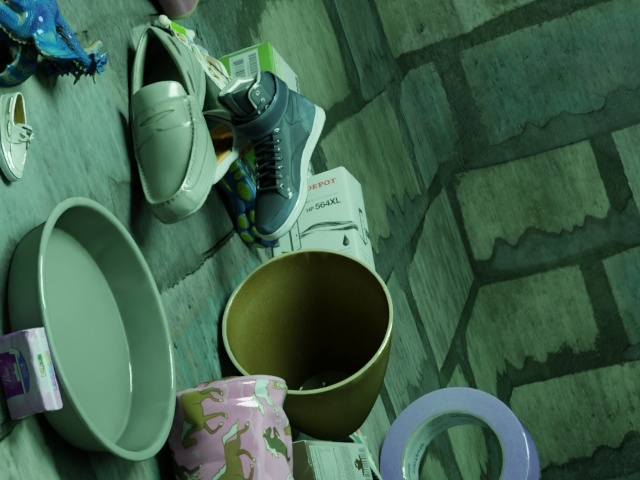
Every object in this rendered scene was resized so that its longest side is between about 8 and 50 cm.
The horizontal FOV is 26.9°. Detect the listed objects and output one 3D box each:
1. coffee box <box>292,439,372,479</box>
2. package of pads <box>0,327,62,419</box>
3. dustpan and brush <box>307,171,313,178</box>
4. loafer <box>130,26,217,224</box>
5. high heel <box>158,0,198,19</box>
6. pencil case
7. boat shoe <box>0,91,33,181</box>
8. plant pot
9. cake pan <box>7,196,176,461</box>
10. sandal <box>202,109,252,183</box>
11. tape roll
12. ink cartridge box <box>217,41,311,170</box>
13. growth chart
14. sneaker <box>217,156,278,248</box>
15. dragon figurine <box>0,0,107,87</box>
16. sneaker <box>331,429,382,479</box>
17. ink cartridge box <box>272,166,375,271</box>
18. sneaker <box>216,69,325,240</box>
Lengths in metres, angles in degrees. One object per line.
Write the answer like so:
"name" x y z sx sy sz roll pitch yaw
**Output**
"coffee box" -0.031 0.327 1.779 0.246 0.141 0.098 24 52 -68
"package of pads" -0.283 0.129 1.288 0.032 0.050 0.083 -9 83 -64
"dustpan and brush" -0.009 -0.092 2.438 0.147 0.060 0.211 -38 117 -68
"loafer" -0.205 -0.154 1.743 0.111 0.112 0.319 51 19 -42
"high heel" -0.214 -0.525 2.002 0.181 0.127 0.377 69 16 -56
"pencil case" -0.080 0.345 1.568 0.167 0.160 0.386 121 -43 -73
"boat shoe" -0.323 -0.112 1.417 0.035 0.035 0.100 41 36 -63
"plant pot" 0.001 0.178 1.930 0.254 0.237 0.237 75 9 -54
"cake pan" -0.244 0.099 1.441 0.293 0.054 0.293 -16 90 -74
"sandal" -0.157 -0.141 1.883 0.265 0.102 0.076 -64 138 -64
"tape roll" 0.249 0.406 2.393 0.090 0.275 0.274 45 33 -58
"ink cartridge box" -0.068 -0.185 2.233 0.255 0.097 0.188 43 34 -59
"growth chart" -0.143 -0.241 2.003 0.237 0.021 0.172 47 9 2
"sneaker" -0.108 -0.071 2.040 0.188 0.067 0.078 64 25 -22
"dragon figurine" -0.317 -0.220 1.452 0.289 0.085 0.144 -54 126 -72
"sneaker" 0.070 0.365 2.228 0.161 0.057 0.075 63 24 -24
"ink cartridge box" 0.000 0.000 2.187 0.086 0.148 0.203 42 35 -59
"sneaker" -0.084 -0.126 1.837 0.163 0.086 0.226 38 55 -42
